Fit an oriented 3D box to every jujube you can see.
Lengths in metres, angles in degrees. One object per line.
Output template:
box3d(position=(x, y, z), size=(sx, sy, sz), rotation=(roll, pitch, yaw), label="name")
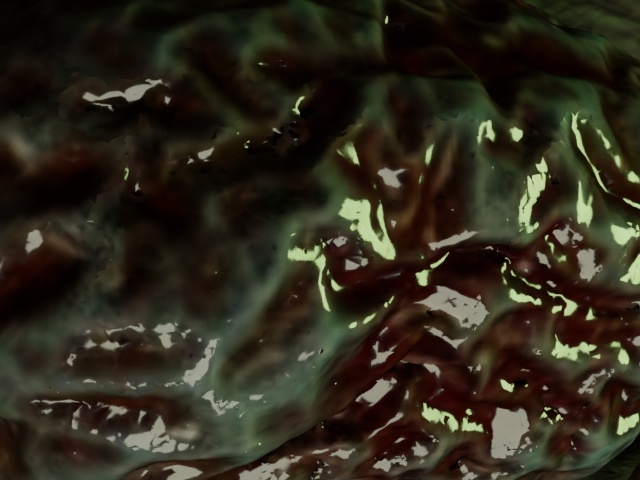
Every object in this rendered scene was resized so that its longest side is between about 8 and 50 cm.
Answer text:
box3d(position=(0.000, 0.000, 0.638), size=(0.317, 0.226, 0.226), rotation=(0, 146, -28), label="jujube")

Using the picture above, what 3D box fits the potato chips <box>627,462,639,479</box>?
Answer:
box3d(position=(0.307, 0.113, 1.095), size=(0.057, 0.080, 0.407), rotation=(-4, 150, -51), label="potato chips")
